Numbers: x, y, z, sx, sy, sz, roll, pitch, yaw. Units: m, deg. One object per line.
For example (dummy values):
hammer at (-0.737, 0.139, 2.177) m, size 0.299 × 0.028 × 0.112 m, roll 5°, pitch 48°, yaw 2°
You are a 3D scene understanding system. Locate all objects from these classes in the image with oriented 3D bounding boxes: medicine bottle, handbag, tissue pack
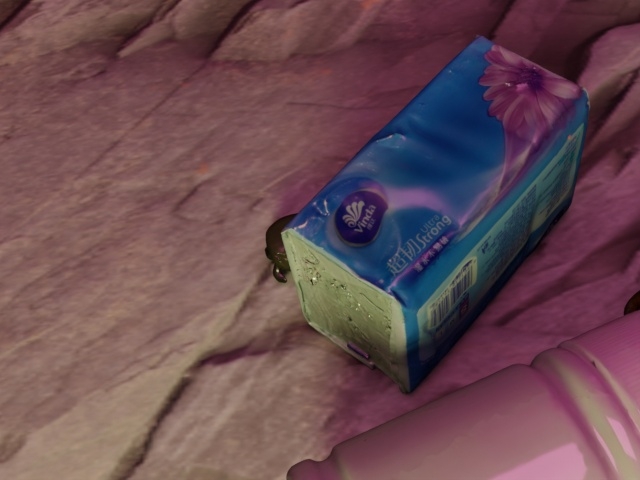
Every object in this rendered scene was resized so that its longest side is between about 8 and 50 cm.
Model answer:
medicine bottle at (0.153, 0.202, 0.788) m, size 0.316 × 0.202 × 0.202 m, roll -23°, pitch 58°, yaw -5°
handbag at (0.000, 0.000, 1.024) m, size 0.111 × 0.047 × 0.072 m, roll -18°, pitch 53°, yaw -3°
tissue pack at (0.106, -0.023, 0.934) m, size 0.146 × 0.198 × 0.263 m, roll 34°, pitch 69°, yaw 23°

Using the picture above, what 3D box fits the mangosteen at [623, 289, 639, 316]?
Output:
mangosteen at (0.356, 0.062, 0.882) m, size 0.184 × 0.172 × 0.172 m, roll -8°, pitch 50°, yaw 45°
